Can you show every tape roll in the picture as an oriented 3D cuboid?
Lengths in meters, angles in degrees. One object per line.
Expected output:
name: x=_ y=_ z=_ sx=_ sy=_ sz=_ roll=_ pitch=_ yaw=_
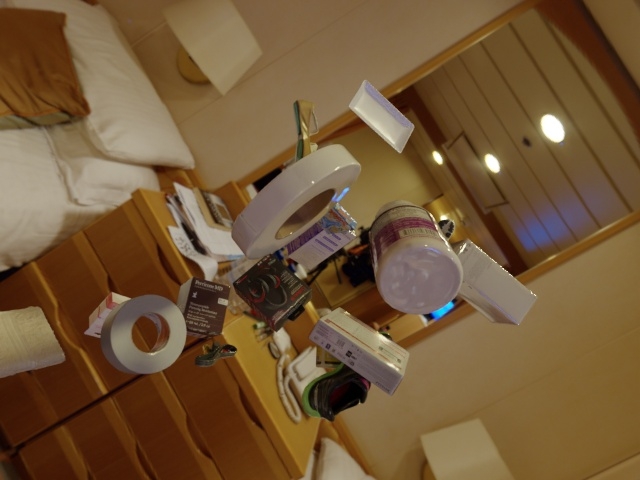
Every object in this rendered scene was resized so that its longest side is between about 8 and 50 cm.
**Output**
tape roll: x=-0.500 y=0.267 z=1.144 sx=0.219 sy=0.072 sz=0.219 roll=21 pitch=62 yaw=-45
tape roll: x=-0.060 y=-0.095 z=1.067 sx=0.072 sy=0.392 sz=0.392 roll=51 pitch=5 yaw=8

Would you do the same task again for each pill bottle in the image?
pill bottle: x=0.042 y=0.460 z=1.785 sx=0.119 sy=0.119 sz=0.208 roll=45 pitch=45 yaw=-67
pill bottle: x=0.195 y=0.016 z=0.897 sx=0.169 sy=0.169 sz=0.301 roll=57 pitch=15 yaw=-20

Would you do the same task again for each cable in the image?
cable: x=-0.399 y=0.449 z=1.527 sx=0.140 sy=0.072 sz=0.287 roll=15 pitch=1 yaw=-6

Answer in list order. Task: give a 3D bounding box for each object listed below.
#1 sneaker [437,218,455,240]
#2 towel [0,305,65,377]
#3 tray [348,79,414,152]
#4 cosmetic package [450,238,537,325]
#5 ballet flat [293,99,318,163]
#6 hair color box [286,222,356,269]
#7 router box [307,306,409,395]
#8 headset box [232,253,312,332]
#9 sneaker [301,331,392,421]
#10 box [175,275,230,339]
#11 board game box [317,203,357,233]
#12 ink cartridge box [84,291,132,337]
sneaker: x=0.552 y=0.021 z=1.905 sx=0.107 sy=0.275 sz=0.110 roll=38 pitch=12 yaw=16
towel: x=-0.917 y=0.296 z=1.210 sx=0.282 sy=0.049 sz=0.187 roll=34 pitch=23 yaw=33
tray: x=0.226 y=-0.458 z=1.499 sx=0.270 sy=0.145 sz=0.030 roll=36 pitch=-19 yaw=-20
cosmetic package: x=0.656 y=0.172 z=1.637 sx=0.366 sy=0.155 sz=0.197 roll=41 pitch=-13 yaw=1
ballet flat: x=-0.041 y=-0.314 z=1.228 sx=0.080 sy=0.073 sz=0.232 roll=-155 pitch=-118 yaw=-72
hair color box: x=0.000 y=0.000 z=2.165 sx=0.185 sy=0.339 sz=0.110 roll=35 pitch=30 yaw=-39
router box: x=0.154 y=0.387 z=1.466 sx=0.336 sy=0.082 sz=0.301 roll=32 pitch=8 yaw=15
headset box: x=-0.191 y=0.226 z=1.703 sx=0.293 sy=0.218 sz=0.110 roll=40 pitch=-24 yaw=21
sneaker: x=0.151 y=0.564 z=1.635 sx=0.202 sy=0.483 sz=0.185 roll=10 pitch=-51 yaw=51
box: x=-0.493 y=0.281 z=1.640 sx=0.169 sy=0.167 sz=0.203 roll=21 pitch=60 yaw=-29
board game box: x=0.024 y=-0.103 z=1.486 sx=0.201 sy=0.136 sz=0.035 roll=44 pitch=55 yaw=-31
ink cartridge box: x=-0.889 y=0.321 z=1.689 sx=0.115 sy=0.198 sz=0.067 roll=37 pitch=12 yaw=-44
